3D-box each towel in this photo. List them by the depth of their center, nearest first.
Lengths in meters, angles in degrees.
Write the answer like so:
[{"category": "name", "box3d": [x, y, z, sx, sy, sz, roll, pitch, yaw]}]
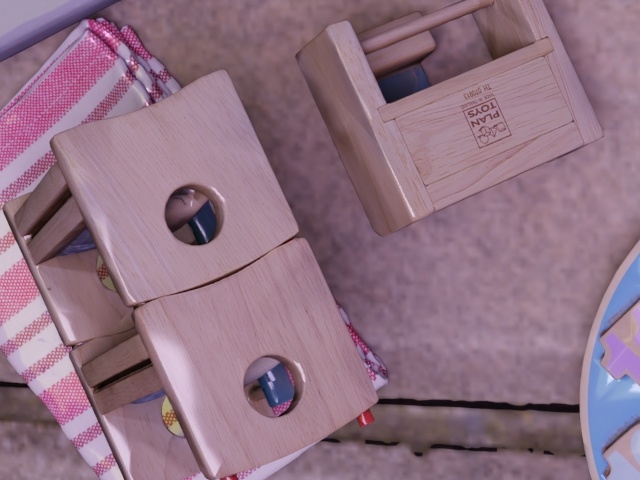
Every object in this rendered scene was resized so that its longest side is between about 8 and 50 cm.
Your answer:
[{"category": "towel", "box3d": [-0.081, 0.022, 0.735, 0.144, 0.029, 0.197, -40, 83, 26]}]

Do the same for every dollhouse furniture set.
[{"category": "dollhouse furniture set", "box3d": [0.000, 0.000, 0.647, 0.129, 0.183, 0.129, 66, 160, 1]}]

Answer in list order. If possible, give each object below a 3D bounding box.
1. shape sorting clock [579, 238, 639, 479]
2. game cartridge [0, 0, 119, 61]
[{"category": "shape sorting clock", "box3d": [0.193, 0.065, 0.615, 0.206, 0.040, 0.206, 5, 102, 24]}, {"category": "game cartridge", "box3d": [-0.165, -0.217, 0.690, 0.196, 0.060, 0.294, -24, 94, 17]}]
